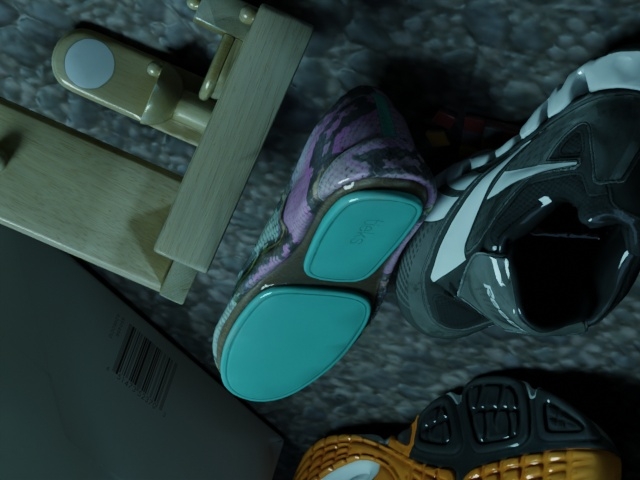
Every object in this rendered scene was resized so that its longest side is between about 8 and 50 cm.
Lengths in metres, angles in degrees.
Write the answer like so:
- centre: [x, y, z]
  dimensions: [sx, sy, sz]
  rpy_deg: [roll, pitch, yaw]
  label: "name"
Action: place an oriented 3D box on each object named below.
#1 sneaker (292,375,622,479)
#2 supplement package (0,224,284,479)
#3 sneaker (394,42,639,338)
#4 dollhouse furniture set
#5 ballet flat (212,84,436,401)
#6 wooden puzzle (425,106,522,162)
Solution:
- centre: [0.095, 0.155, 1.124]
  dimensions: [0.121, 0.099, 0.262]
  rpy_deg: [28, 152, -29]
  label: "sneaker"
- centre: [-0.178, 0.143, 1.126]
  dimensions: [0.145, 0.204, 0.262]
  rpy_deg: [-16, 133, 38]
  label: "supplement package"
- centre: [0.091, 0.006, 0.875]
  dimensions: [0.078, 0.106, 0.234]
  rpy_deg: [29, 144, -13]
  label: "sneaker"
- centre: [-0.092, -0.055, 0.862]
  dimensions: [0.123, 0.144, 0.151]
  rpy_deg: [24, -178, -5]
  label: "dollhouse furniture set"
- centre: [0.000, 0.000, 0.951]
  dimensions: [0.077, 0.079, 0.221]
  rpy_deg: [7, 146, -16]
  label: "ballet flat"
- centre: [0.091, -0.039, 0.916]
  dimensions: [0.083, 0.006, 0.049]
  rpy_deg: [14, 146, 8]
  label: "wooden puzzle"
